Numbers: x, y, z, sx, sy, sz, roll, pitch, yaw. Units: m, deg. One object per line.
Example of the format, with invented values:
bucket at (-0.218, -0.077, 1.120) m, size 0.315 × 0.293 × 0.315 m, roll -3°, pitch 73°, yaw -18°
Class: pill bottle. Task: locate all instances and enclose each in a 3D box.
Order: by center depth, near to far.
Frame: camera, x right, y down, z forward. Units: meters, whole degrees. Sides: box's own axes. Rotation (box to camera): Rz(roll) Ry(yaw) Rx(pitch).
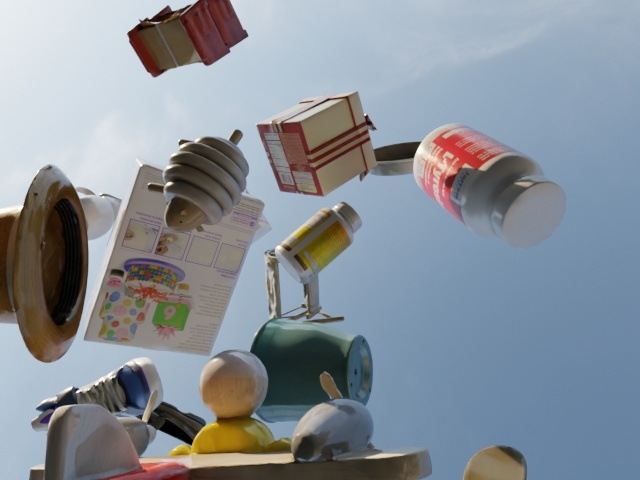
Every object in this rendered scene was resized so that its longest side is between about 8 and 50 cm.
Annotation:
pill bottle at (0.000, 0.000, 1.161) m, size 0.215 × 0.117 × 0.117 m, roll -40°, pitch -121°, yaw -15°
pill bottle at (0.432, -0.149, 1.236) m, size 0.229 × 0.229 × 0.408 m, roll -37°, pitch -147°, yaw 4°

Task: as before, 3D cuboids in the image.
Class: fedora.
fedora at (-0.275, 0.020, 0.434) m, size 0.079 × 0.194 × 0.195 m, roll -1°, pitch -116°, yaw -14°

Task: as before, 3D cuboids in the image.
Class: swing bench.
swing bench at (-0.072, 0.152, 1.538) m, size 0.165 × 0.254 × 0.254 m, roll 13°, pitch -72°, yaw 58°

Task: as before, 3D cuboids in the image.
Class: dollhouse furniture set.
dollhouse furniture set at (-0.331, -0.539, 0.942) m, size 0.201 × 0.374 × 0.152 m, roll 5°, pitch -133°, yaw 33°

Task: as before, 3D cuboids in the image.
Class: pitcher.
pitcher at (-0.677, -0.088, 1.357) m, size 0.177 × 0.207 × 0.126 m, roll 30°, pitch -72°, yaw -4°

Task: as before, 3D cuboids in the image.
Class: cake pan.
cake pan at (0.280, -0.287, 1.626) m, size 0.292 × 0.054 × 0.293 m, roll -9°, pitch -158°, yaw 4°

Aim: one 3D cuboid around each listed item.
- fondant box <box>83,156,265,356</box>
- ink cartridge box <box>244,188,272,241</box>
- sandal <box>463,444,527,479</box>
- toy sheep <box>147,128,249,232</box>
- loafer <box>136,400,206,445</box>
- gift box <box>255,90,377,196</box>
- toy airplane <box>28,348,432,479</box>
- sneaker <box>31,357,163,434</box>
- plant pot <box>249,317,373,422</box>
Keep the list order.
fondant box at (-0.277, 0.040, 0.886) m, size 0.096 × 0.238 × 0.331 m, roll 30°, pitch -79°, yaw 57°
ink cartridge box at (-0.314, -0.126, 1.762) m, size 0.114 × 0.198 × 0.273 m, roll -34°, pitch -94°, yaw 5°
sandal at (0.252, 0.414, 0.706) m, size 0.088 × 0.240 × 0.079 m, roll 8°, pitch -71°, yaw 30°
toy sheep at (-0.119, -0.065, 0.483) m, size 0.091 × 0.091 × 0.132 m, roll 15°, pitch -110°, yaw 26°
loafer at (-0.494, 0.582, 1.498) m, size 0.096 × 0.267 × 0.084 m, roll -46°, pitch -154°, yaw 32°
gift box at (0.000, -0.272, 1.377) m, size 0.258 × 0.277 × 0.255 m, roll -36°, pitch -146°, yaw -29°
toy airplane at (-0.131, 0.242, 0.514) m, size 0.385 × 0.384 × 0.273 m, roll 15°, pitch -127°, yaw -12°
sneaker at (-0.526, 0.386, 1.083) m, size 0.322 × 0.236 × 0.130 m, roll -31°, pitch -101°, yaw 45°
plant pot at (-0.009, 0.335, 1.204) m, size 0.254 × 0.271 × 0.272 m, roll -5°, pitch -113°, yaw 24°
